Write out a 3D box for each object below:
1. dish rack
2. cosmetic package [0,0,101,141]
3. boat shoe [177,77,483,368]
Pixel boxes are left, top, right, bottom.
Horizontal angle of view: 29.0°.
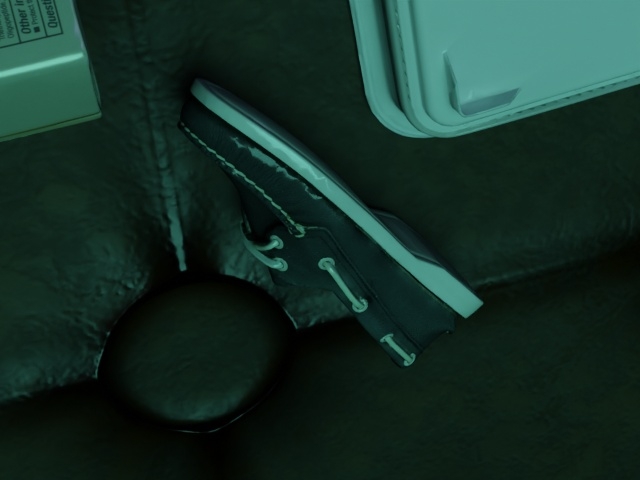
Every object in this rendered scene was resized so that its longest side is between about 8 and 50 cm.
[{"bbox_3d":[0.182,-0.214,0.837,0.333,0.072,0.285,-17,124,-9],"label":"dish rack"},{"bbox_3d":[-0.290,-0.116,0.671,0.309,0.113,0.160,-14,81,-8],"label":"cosmetic package"},{"bbox_3d":[0.000,0.000,0.882,0.091,0.114,0.302,-48,123,7],"label":"boat shoe"}]
